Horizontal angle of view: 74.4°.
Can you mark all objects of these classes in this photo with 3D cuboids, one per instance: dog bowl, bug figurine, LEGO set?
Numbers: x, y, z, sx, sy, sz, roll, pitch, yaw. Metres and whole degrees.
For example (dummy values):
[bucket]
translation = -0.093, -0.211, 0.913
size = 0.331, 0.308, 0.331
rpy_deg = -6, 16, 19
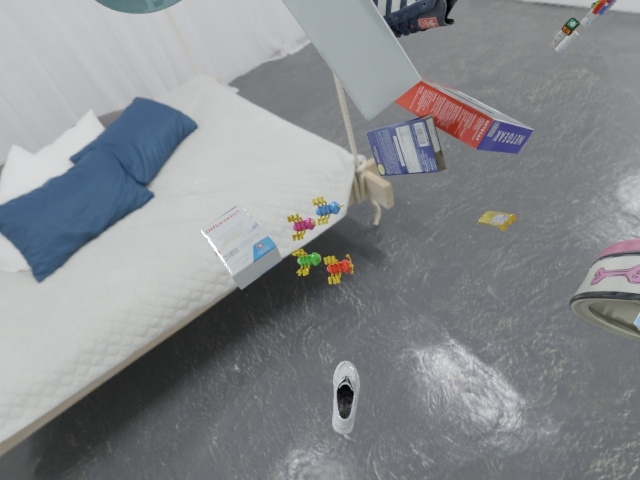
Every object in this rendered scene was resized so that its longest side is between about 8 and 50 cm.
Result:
[dog bowl]
translation = 0.764, 0.127, 0.874
size = 0.408, 0.408, 0.150
rpy_deg = 15, 78, 31
[bug figurine]
translation = 0.000, 0.000, 1.368
size = 0.216, 0.278, 0.072
rpy_deg = -7, 6, 32
[LEGO set]
translation = 0.566, -0.461, 0.864
size = 0.060, 0.182, 0.244
rpy_deg = 48, 38, 11

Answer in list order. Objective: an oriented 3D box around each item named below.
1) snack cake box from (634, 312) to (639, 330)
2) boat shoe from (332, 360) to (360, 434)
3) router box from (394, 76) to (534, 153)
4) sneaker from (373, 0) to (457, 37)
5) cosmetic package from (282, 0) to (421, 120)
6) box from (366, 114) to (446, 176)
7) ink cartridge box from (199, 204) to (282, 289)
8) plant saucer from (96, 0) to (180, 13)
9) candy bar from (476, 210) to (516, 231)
[snack cake box]
translation = 0.508, 0.043, 0.494
size = 0.264, 0.152, 0.089
rpy_deg = -53, 19, -8
[boat shoe]
translation = 0.056, 0.345, 0.968
size = 0.066, 0.063, 0.184
rpy_deg = 11, 37, 7
[router box]
translation = 0.395, -0.352, 1.175
size = 0.301, 0.082, 0.336
rpy_deg = 41, 32, 28
[sneaker]
translation = 0.189, -0.480, 0.888
size = 0.350, 0.131, 0.148
rpy_deg = -34, 72, 27
[cosmetic package]
translation = 0.017, -0.368, 0.666
size = 0.097, 0.284, 0.377
rpy_deg = -36, 22, 19
[box]
translation = 0.216, -0.238, 1.094
size = 0.037, 0.136, 0.225
rpy_deg = -30, 19, -27
[ink cartridge box]
translation = -0.138, 0.009, 0.728
size = 0.089, 0.052, 0.122
rpy_deg = -36, 59, -13
[plant saucer]
translation = -0.228, -0.383, 0.542
size = 0.195, 0.195, 0.037
rpy_deg = -30, 82, -11
[candy bar]
translation = 0.359, -0.043, 0.871
size = 0.040, 0.018, 0.161
rpy_deg = -47, 2, 7
